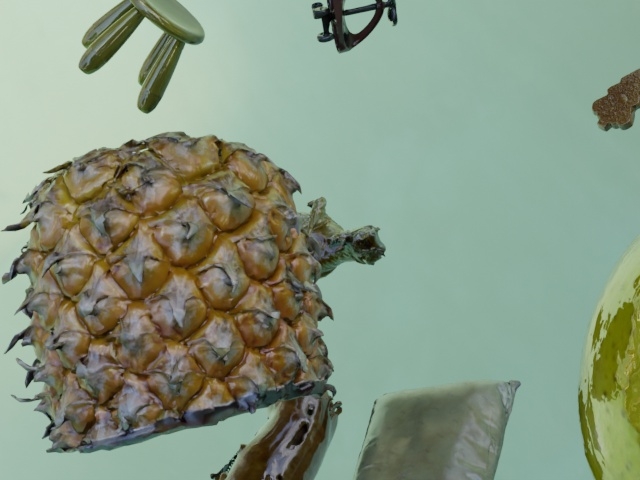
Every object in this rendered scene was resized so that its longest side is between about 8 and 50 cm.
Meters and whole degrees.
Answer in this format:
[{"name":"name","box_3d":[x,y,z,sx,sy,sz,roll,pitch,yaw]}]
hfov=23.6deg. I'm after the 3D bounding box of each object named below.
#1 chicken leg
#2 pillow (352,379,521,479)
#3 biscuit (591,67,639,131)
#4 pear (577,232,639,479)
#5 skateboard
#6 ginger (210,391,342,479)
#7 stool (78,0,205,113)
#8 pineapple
[{"name":"chicken leg","box_3d":[0.000,0.000,1.978,0.227,0.088,0.103,-11,31,41]},{"name":"pillow","box_3d":[0.118,0.270,1.731,0.185,0.075,0.302,-7,36,22]},{"name":"biscuit","box_3d":[0.380,-0.177,1.926,0.092,0.016,0.082,-55,32,1]},{"name":"pear","box_3d":[0.384,0.117,1.225,0.362,0.418,0.362,-2,56,3]},{"name":"skateboard","box_3d":[0.026,-0.241,1.400,0.080,0.151,0.067,-12,40,-5]},{"name":"ginger","box_3d":[-0.058,0.252,1.800,0.133,0.107,0.309,3,48,21]},{"name":"stool","box_3d":[-0.207,-0.228,1.769,0.135,0.134,0.110,47,107,22]},{"name":"pineapple","box_3d":[-0.164,0.055,1.586,0.352,0.352,0.300,-16,82,12]}]
